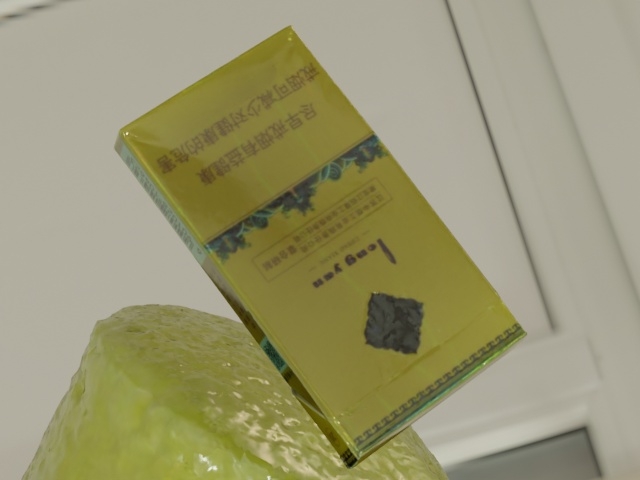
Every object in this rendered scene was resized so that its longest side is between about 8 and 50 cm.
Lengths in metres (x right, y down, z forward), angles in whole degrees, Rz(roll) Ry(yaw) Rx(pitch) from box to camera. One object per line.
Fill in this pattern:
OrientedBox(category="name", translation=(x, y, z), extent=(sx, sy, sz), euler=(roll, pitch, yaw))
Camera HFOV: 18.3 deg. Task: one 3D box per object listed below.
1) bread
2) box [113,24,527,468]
OrientedBox(category="bread", translation=(-0.086, 0.236, 1.628), extent=(0.348, 0.348, 0.307), euler=(23, 107, -34))
OrientedBox(category="box", translation=(-0.001, -0.001, 1.367), extent=(0.153, 0.279, 0.041), euler=(-34, 172, -21))
